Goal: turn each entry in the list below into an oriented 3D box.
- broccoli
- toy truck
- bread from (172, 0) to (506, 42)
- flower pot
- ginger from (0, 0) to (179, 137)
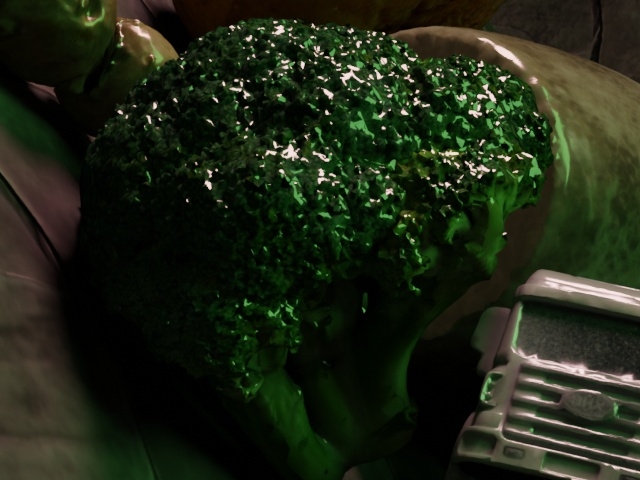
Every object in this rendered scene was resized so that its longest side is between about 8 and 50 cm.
[{"bbox_3d":[0.000,0.000,0.929,0.294,0.265,0.245,-49,133,-48],"label":"broccoli"},{"bbox_3d":[0.167,0.148,1.025,0.367,0.146,0.175,70,35,-63],"label":"toy truck"},{"bbox_3d":[0.021,-0.214,1.329,0.172,0.312,0.312,50,12,22],"label":"bread"},{"bbox_3d":[0.134,-0.001,1.236,0.330,0.293,0.293,17,40,-58],"label":"flower pot"},{"bbox_3d":[-0.158,-0.130,0.974,0.204,0.080,0.104,40,45,-38],"label":"ginger"}]
